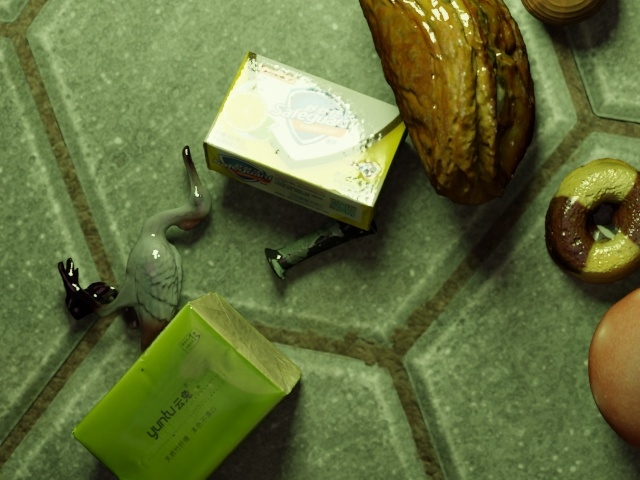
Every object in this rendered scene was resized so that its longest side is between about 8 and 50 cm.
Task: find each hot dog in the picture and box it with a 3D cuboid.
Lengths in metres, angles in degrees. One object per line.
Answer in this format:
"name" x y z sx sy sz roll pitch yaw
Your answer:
"hot dog" 0.183 -0.240 1.542 0.174 0.267 0.387 -22 90 29

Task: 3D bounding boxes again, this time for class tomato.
"tomato" 0.502 0.180 1.555 0.256 0.224 0.255 2 106 9

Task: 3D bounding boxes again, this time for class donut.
"donut" 0.410 -0.026 1.620 0.166 0.073 0.184 38 98 6

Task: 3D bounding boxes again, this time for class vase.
"vase" 0.000 0.000 1.690 0.167 0.059 0.059 -27 91 11

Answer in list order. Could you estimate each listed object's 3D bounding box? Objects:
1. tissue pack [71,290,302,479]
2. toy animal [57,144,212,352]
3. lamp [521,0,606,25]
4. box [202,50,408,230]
"tissue pack" -0.197 0.245 1.689 0.200 0.167 0.274 43 99 3
"toy animal" -0.258 0.035 1.715 0.324 0.090 0.195 -42 89 12
"lamp" 0.341 -0.368 1.566 0.136 0.136 0.136 1 96 8
"box" -0.019 -0.145 1.630 0.265 0.097 0.168 23 73 6
